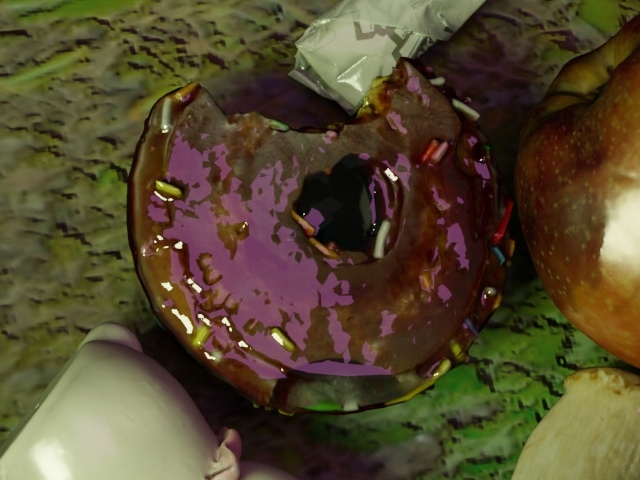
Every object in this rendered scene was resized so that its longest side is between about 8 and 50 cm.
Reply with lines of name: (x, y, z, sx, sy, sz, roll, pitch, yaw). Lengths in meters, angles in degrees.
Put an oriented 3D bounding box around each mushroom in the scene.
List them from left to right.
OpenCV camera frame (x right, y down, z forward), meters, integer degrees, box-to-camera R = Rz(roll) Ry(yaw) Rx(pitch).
mushroom: (0.116, 0.218, 1.021, 0.123, 0.095, 0.351, 33, 66, 17)

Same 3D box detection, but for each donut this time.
donut: (-0.001, 0.000, 1.048, 0.230, 0.096, 0.216, -19, 82, -20)

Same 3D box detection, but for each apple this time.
apple: (0.226, -0.031, 1.052, 0.230, 0.230, 0.230, 4, 73, -14)

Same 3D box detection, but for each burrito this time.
burrito: (0.069, -0.155, 1.135, 0.203, 0.064, 0.064, -40, 87, -20)

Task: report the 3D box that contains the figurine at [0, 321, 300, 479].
figurine: (-0.067, 0.169, 0.965, 0.235, 0.127, 0.155, 37, 49, -5)
